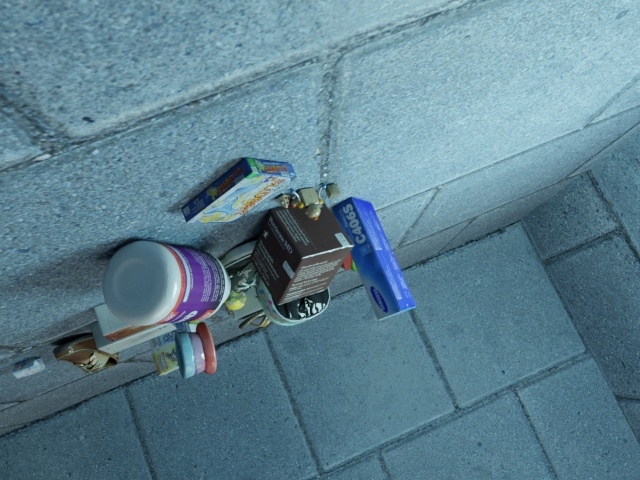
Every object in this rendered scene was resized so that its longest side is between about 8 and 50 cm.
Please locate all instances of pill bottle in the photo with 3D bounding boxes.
[{"bbox_3d":[-0.339,0.103,1.224,0.182,0.181,0.323,-26,167,13],"label":"pill bottle"}]

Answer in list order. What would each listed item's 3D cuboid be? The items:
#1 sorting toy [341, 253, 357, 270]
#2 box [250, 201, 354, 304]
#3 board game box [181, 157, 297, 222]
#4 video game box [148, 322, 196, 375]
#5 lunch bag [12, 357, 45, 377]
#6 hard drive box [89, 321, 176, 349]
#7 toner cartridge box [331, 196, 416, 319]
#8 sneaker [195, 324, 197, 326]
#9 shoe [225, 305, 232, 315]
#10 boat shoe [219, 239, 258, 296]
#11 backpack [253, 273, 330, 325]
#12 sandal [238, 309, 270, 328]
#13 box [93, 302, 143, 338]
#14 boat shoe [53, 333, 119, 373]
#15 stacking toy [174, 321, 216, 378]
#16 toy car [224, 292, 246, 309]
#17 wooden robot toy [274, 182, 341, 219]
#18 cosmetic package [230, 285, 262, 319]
[{"bbox_3d":[0.085,0.054,2.053,0.126,0.126,0.365,4,178,17],"label":"sorting toy"},{"bbox_3d":[-0.054,0.029,1.352,0.167,0.168,0.203,-14,147,-35],"label":"box"},{"bbox_3d":[-0.164,-0.095,1.045,0.201,0.035,0.136,-31,165,32],"label":"board game box"},{"bbox_3d":[-0.545,0.372,1.935,0.187,0.205,0.048,-28,163,16],"label":"video game box"},{"bbox_3d":[-0.976,0.426,1.738,0.071,0.053,0.083,-20,177,-6],"label":"lunch bag"},{"bbox_3d":[-0.611,0.286,1.719,0.232,0.089,0.181,-21,167,-14],"label":"hard drive box"},{"bbox_3d":[0.157,0.051,1.510,0.075,0.347,0.165,-27,167,23],"label":"toner cartridge box"},{"bbox_3d":[-0.568,0.375,2.213,0.098,0.069,0.038,-24,167,5],"label":"sneaker"},{"bbox_3d":[-0.363,0.284,2.261,0.076,0.058,0.219,-44,171,0],"label":"shoe"},{"bbox_3d":[-0.240,0.102,1.538,0.335,0.119,0.121,-33,164,35],"label":"boat shoe"},{"bbox_3d":[-0.098,0.143,1.657,0.225,0.253,0.191,-17,166,-30],"label":"backpack"},{"bbox_3d":[-0.202,0.291,1.965,0.219,0.060,0.090,-19,169,-28],"label":"sandal"},{"bbox_3d":[-0.554,0.217,1.529,0.171,0.091,0.130,-20,167,-15],"label":"box"},{"bbox_3d":[-0.785,0.393,1.791,0.123,0.116,0.324,-25,168,6],"label":"boat shoe"},{"bbox_3d":[-0.410,0.248,1.522,0.131,0.308,0.279,-9,173,-24],"label":"stacking toy"},{"bbox_3d":[-0.319,0.203,1.764,0.239,0.053,0.225,-13,162,-39],"label":"toy car"},{"bbox_3d":[-0.023,-0.083,1.252,0.173,0.079,0.076,-14,164,-35],"label":"wooden robot toy"},{"bbox_3d":[-0.228,0.195,1.945,0.238,0.127,0.107,-27,169,10],"label":"cosmetic package"}]
